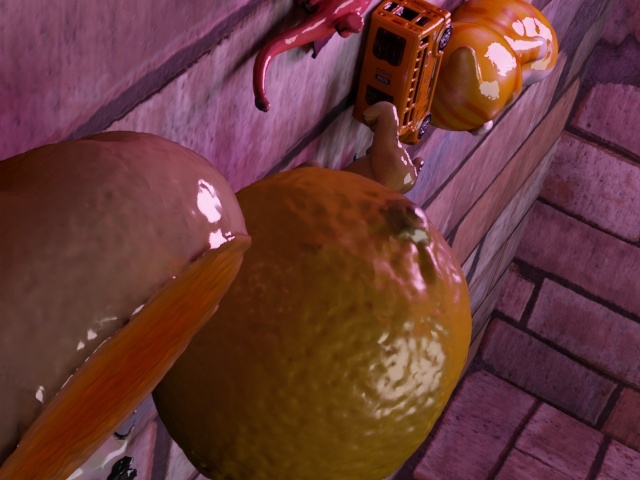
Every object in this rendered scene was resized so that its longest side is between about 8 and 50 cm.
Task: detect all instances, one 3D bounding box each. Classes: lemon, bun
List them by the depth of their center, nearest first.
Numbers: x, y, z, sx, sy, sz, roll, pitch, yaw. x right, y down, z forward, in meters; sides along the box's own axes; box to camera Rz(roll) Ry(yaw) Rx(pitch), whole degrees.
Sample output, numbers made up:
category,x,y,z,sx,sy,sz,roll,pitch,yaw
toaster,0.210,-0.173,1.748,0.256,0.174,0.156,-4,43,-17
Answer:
category,x,y,z,sx,sy,sz,roll,pitch,yaw
bun,-0.185,0.041,0.738,0.299,0.165,0.299,-47,174,-6
lemon,-0.013,0.092,1.126,0.336,0.336,0.336,-55,163,-26

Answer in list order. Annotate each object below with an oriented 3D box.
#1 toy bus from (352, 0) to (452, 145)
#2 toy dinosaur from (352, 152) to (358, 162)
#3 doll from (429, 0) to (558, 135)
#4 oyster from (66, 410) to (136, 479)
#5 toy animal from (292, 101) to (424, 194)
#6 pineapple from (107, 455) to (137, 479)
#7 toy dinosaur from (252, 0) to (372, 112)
category,x,y,z,sx,sy,sz,roll,pitch,yaw
toy bus,0.090,-0.192,1.372,0.088,0.083,0.194,-44,154,-41
toy dinosaur,0.003,0.007,1.446,0.292,0.079,0.120,-60,159,-17
doll,0.213,-0.239,1.553,0.167,0.162,0.269,-36,-170,38
oyster,-0.214,0.128,0.986,0.133,0.072,0.209,-42,136,-36
toy animal,0.031,-0.048,1.331,0.219,0.101,0.103,-38,154,9
pineapple,-0.236,0.293,1.184,0.074,0.074,0.159,41,68,-74
toy dinosaur,0.001,-0.211,1.141,0.286,0.070,0.139,-54,-175,-22
